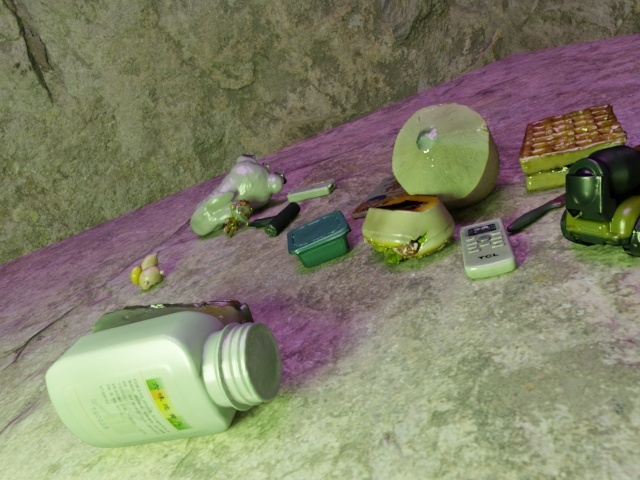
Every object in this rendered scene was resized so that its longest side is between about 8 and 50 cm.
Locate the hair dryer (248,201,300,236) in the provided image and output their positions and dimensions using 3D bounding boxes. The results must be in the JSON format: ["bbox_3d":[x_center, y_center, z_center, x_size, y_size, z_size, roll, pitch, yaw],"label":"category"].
[{"bbox_3d":[-0.180,-0.053,1.555,0.194,0.050,0.173,-15,19,31],"label":"hair dryer"}]

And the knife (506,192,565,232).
[{"bbox_3d":[0.464,-0.072,0.961,0.247,0.018,0.035,-27,17,-19],"label":"knife"}]

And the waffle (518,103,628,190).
[{"bbox_3d":[0.592,-0.224,1.127,0.212,0.091,0.308,-9,24,30],"label":"waffle"}]

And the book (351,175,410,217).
[{"bbox_3d":[0.234,-0.146,1.402,0.207,0.020,0.295,-10,22,32],"label":"book"}]

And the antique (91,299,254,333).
[{"bbox_3d":[-0.259,0.190,0.878,0.283,0.150,0.125,-11,24,5],"label":"antique"}]

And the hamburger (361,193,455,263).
[{"bbox_3d":[0.179,-0.028,1.014,0.172,0.116,0.210,-19,13,-19],"label":"hamburger"}]

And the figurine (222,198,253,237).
[{"bbox_3d":[-0.284,-0.074,1.649,0.068,0.144,0.101,5,-10,41],"label":"figurine"}]

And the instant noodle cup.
[{"bbox_3d":[0.000,0.000,1.179,0.157,0.070,0.179,-22,20,2],"label":"instant noodle cup"}]

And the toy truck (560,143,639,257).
[{"bbox_3d":[0.485,-0.083,0.744,0.224,0.166,0.147,-27,19,-16],"label":"toy truck"}]

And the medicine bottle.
[{"bbox_3d":[-0.222,0.202,0.702,0.323,0.179,0.124,-15,20,20],"label":"medicine bottle"}]

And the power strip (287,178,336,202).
[{"bbox_3d":[-0.032,-0.181,1.747,0.191,0.035,0.081,-9,22,31],"label":"power strip"}]

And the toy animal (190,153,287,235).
[{"bbox_3d":[-0.325,-0.153,1.784,0.257,0.194,0.357,3,42,45],"label":"toy animal"}]

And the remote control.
[{"bbox_3d":[0.306,0.011,0.888,0.087,0.029,0.190,-15,21,20],"label":"remote control"}]

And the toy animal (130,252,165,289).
[{"bbox_3d":[-0.508,0.102,1.447,0.081,0.092,0.114,15,45,15],"label":"toy animal"}]

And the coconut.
[{"bbox_3d":[0.286,-0.190,1.108,0.238,0.240,0.244,-11,-12,28],"label":"coconut"}]
